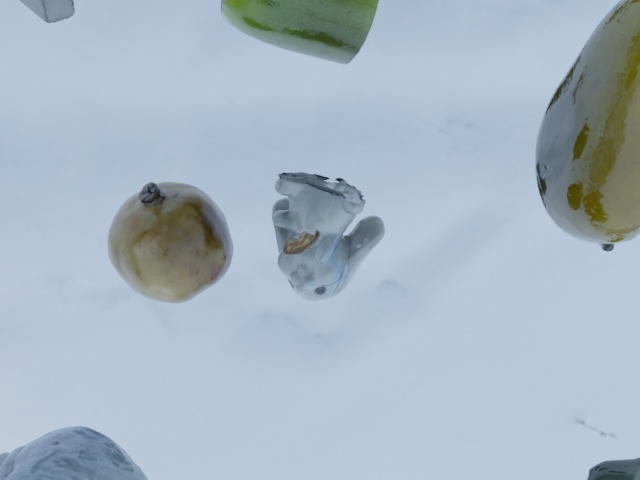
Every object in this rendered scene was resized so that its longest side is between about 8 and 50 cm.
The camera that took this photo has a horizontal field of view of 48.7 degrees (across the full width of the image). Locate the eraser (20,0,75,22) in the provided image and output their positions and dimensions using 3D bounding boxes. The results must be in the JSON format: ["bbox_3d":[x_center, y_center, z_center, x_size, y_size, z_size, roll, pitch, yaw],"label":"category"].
[{"bbox_3d":[-0.532,-0.518,1.298,0.111,0.352,0.077,41,72,-1],"label":"eraser"}]

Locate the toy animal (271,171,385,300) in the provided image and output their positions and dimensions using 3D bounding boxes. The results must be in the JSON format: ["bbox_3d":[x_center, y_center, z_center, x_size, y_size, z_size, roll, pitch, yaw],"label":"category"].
[{"bbox_3d":[-0.009,-0.018,1.558,0.289,0.249,0.174,-56,165,24],"label":"toy animal"}]

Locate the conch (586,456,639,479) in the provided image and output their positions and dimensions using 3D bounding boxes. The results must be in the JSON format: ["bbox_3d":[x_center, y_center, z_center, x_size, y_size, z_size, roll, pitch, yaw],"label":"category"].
[{"bbox_3d":[0.406,0.360,0.857,0.176,0.188,0.122,16,106,19],"label":"conch"}]

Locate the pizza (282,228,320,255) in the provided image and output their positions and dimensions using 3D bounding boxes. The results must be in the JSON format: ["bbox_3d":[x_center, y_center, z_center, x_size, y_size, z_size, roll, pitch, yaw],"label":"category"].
[{"bbox_3d":[-0.034,0.005,1.284,0.083,0.037,0.016,-29,154,20],"label":"pizza"}]

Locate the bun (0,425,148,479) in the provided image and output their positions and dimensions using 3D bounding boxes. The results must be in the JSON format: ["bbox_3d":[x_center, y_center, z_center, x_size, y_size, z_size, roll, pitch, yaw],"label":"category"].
[{"bbox_3d":[-0.308,0.343,0.648,0.362,0.362,0.211,-36,98,-3],"label":"bun"}]

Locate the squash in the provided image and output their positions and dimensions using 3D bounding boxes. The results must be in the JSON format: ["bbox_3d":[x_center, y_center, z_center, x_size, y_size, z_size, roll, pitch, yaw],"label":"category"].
[{"bbox_3d":[-0.054,-0.514,1.523,0.309,0.210,0.233,14,152,-16],"label":"squash"}]

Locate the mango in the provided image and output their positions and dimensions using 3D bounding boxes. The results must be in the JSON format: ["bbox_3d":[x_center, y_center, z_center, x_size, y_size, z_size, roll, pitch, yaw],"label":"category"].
[{"bbox_3d":[0.178,-0.072,0.425,0.076,0.103,0.161,5,125,-1],"label":"mango"}]

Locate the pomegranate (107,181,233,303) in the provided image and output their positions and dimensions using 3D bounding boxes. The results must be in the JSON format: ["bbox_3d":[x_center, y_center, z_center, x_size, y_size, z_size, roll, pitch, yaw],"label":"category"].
[{"bbox_3d":[-0.348,0.008,1.677,0.307,0.307,0.307,-8,116,-18],"label":"pomegranate"}]
